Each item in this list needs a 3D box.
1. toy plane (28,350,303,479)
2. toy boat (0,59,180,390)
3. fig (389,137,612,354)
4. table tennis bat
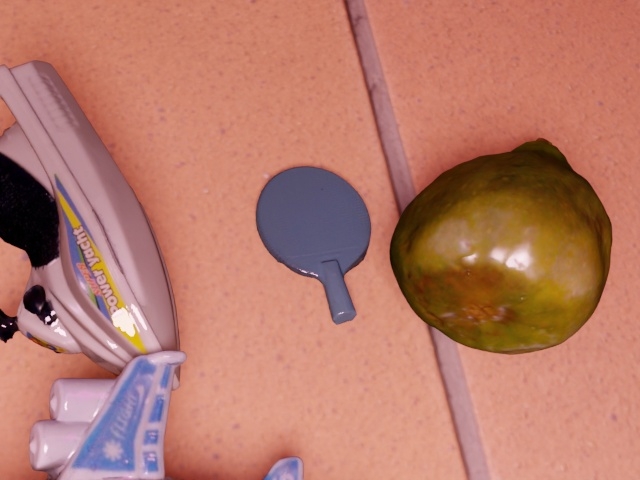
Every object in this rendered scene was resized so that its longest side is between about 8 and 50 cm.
[{"bbox_3d":[-0.102,0.202,0.613,0.266,0.122,0.267,10,65,-23],"label":"toy plane"},{"bbox_3d":[-0.191,-0.001,0.734,0.140,0.141,0.270,-11,64,-18],"label":"toy boat"},{"bbox_3d":[0.156,0.006,0.804,0.167,0.167,0.233,40,23,13],"label":"fig"},{"bbox_3d":[0.000,0.000,0.839,0.100,0.019,0.155,-9,60,-17],"label":"table tennis bat"}]
